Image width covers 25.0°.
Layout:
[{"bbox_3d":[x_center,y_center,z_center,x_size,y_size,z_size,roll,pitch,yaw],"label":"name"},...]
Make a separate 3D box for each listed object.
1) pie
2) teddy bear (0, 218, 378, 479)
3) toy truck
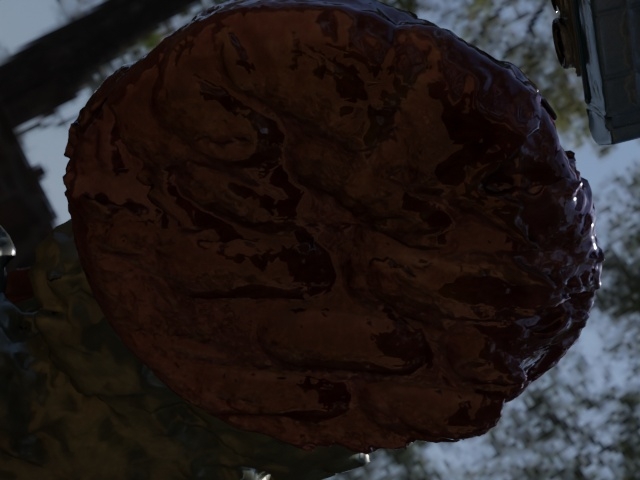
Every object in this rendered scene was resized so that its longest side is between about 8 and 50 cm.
[{"bbox_3d":[0.000,0.000,0.382,0.154,0.036,0.154,10,-48,12],"label":"pie"},{"bbox_3d":[-0.072,0.069,0.916,0.357,0.368,0.224,40,39,-57],"label":"teddy bear"},{"bbox_3d":[0.307,-0.264,1.429,0.175,0.146,0.367,-104,178,-60],"label":"toy truck"}]
